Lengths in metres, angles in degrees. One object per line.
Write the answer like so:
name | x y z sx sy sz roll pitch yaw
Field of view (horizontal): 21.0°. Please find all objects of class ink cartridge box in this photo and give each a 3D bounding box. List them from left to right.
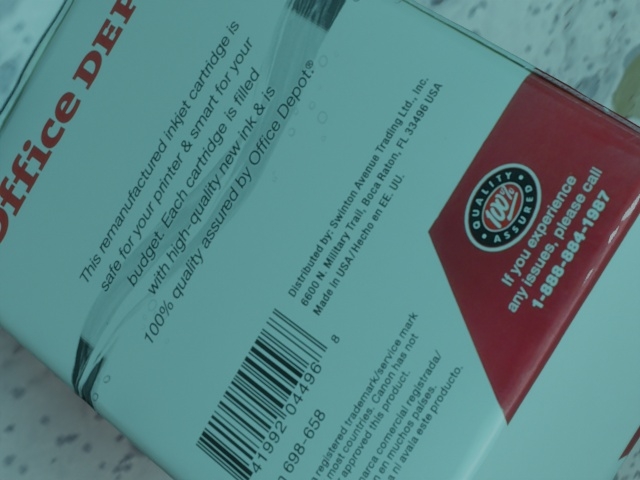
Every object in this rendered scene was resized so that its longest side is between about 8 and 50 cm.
ink cartridge box | 0.000 0.000 0.683 0.114 0.273 0.197 22 101 -55
